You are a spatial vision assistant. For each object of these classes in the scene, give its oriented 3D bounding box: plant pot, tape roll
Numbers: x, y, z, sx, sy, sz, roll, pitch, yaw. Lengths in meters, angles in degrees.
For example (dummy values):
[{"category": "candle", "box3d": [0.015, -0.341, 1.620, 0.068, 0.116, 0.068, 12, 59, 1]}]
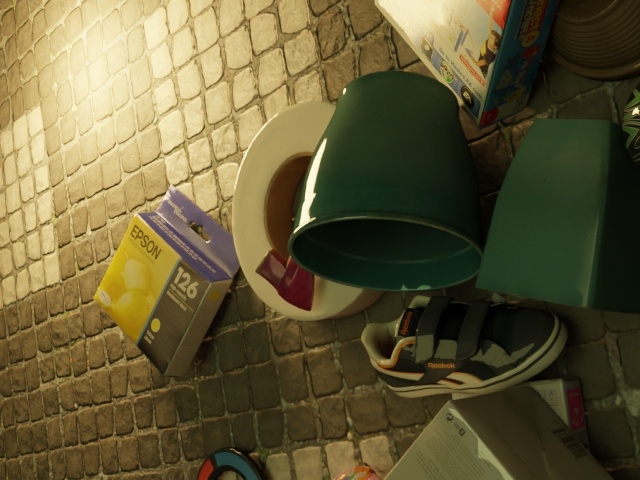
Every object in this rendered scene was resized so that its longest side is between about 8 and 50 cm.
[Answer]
[{"category": "plant pot", "box3d": [0.101, -0.090, 1.203, 0.272, 0.272, 0.255, -17, 58, 43]}, {"category": "plant pot", "box3d": [0.333, -0.035, 1.094, 0.166, 0.166, 0.234, 10, 90, 44]}, {"category": "plant pot", "box3d": [0.371, -0.333, 1.094, 0.237, 0.110, 0.237, 0, 89, 44]}, {"category": "tape roll", "box3d": [-0.006, -0.051, 1.477, 0.392, 0.072, 0.391, -2, 86, 43]}]

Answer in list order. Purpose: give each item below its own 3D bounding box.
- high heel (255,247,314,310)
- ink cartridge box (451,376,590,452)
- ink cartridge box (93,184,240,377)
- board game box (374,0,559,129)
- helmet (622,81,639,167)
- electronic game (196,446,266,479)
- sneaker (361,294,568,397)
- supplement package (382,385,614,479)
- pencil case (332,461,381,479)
[{"category": "high heel", "box3d": [0.000, 0.000, 1.387, 0.117, 0.082, 0.244, 38, 103, 4]}, {"category": "ink cartridge box", "box3d": [0.293, 0.355, 1.182, 0.186, 0.065, 0.311, -14, 77, 43]}, {"category": "ink cartridge box", "box3d": [-0.322, 0.075, 1.751, 0.304, 0.072, 0.307, 37, 106, 38]}, {"category": "board game box", "box3d": [0.196, -0.369, 1.168, 0.308, 0.086, 0.302, 58, 162, 28]}, {"category": "helmet", "box3d": [0.442, -0.137, 0.982, 0.169, 0.162, 0.169, -1, 88, 44]}, {"category": "electronic game", "box3d": [-0.171, 0.520, 1.635, 0.229, 0.048, 0.229, -1, 89, 44]}, {"category": "sneaker", "box3d": [0.191, 0.148, 1.217, 0.321, 0.127, 0.126, -23, 28, 42]}, {"category": "supplement package", "box3d": [0.209, 0.356, 1.085, 0.199, 0.198, 0.262, 51, 121, 32]}, {"category": "pencil case", "box3d": [0.113, 0.472, 1.292, 0.284, 0.124, 0.124, 37, 114, 49]}]
